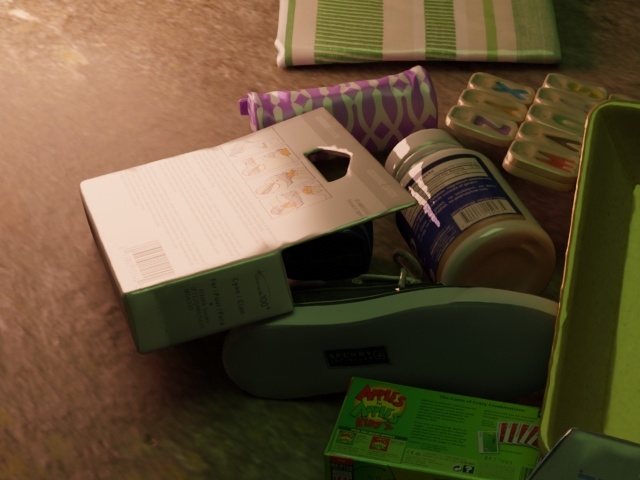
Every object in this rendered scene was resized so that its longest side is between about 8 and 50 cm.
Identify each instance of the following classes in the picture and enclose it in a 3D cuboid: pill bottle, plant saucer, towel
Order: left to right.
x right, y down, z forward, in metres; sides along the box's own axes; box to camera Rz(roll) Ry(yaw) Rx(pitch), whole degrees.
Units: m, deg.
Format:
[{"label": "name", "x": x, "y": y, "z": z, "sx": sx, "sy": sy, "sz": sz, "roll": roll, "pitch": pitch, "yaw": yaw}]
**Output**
[{"label": "towel", "x": 0.112, "y": -0.279, "z": 1.775, "sx": 0.325, "sy": 0.038, "sz": 0.248, "roll": 1, "pitch": 40, "yaw": 2}, {"label": "pill bottle", "x": 0.131, "y": -0.021, "z": 1.392, "sx": 0.112, "sy": 0.112, "sz": 0.186, "roll": -14, "pitch": 40, "yaw": -13}, {"label": "plant saucer", "x": 0.359, "y": 0.063, "z": 1.196, "sx": 0.333, "sy": 0.081, "sz": 0.332, "roll": 9, "pitch": 64, "yaw": 10}]

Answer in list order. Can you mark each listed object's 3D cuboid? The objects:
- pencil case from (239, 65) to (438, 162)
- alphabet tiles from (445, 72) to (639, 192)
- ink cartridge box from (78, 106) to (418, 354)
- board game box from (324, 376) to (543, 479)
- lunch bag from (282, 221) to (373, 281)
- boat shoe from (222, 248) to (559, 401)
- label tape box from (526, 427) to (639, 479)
[{"label": "pencil case", "x": 0.024, "y": -0.132, "z": 1.556, "sx": 0.206, "sy": 0.086, "sz": 0.088, "roll": -10, "pitch": 52, "yaw": -9}, {"label": "alphabet tiles", "x": 0.270, "y": -0.102, "z": 1.479, "sx": 0.278, "sy": 0.021, "sz": 0.284, "roll": 21, "pitch": 27, "yaw": 8}, {"label": "ink cartridge box", "x": -0.072, "y": -0.018, "z": 1.365, "sx": 0.261, "sy": 0.066, "sz": 0.296, "roll": -17, "pitch": 25, "yaw": -10}, {"label": "board game box", "x": 0.102, "y": 0.170, "z": 1.212, "sx": 0.181, "sy": 0.043, "sz": 0.092, "roll": 8, "pitch": 40, "yaw": 13}, {"label": "lunch bag", "x": 0.000, "y": 0.000, "z": 1.410, "sx": 0.098, "sy": 0.067, "sz": 0.065, "roll": 0, "pitch": 38, "yaw": 9}, {"label": "boat shoe", "x": 0.072, "y": 0.073, "z": 1.284, "sx": 0.306, "sy": 0.113, "sz": 0.105, "roll": -8, "pitch": 33, "yaw": 18}, {"label": "label tape box", "x": 0.220, "y": 0.206, "z": 0.998, "sx": 0.334, "sy": 0.240, "sz": 0.105, "roll": 13, "pitch": 76, "yaw": 17}]
